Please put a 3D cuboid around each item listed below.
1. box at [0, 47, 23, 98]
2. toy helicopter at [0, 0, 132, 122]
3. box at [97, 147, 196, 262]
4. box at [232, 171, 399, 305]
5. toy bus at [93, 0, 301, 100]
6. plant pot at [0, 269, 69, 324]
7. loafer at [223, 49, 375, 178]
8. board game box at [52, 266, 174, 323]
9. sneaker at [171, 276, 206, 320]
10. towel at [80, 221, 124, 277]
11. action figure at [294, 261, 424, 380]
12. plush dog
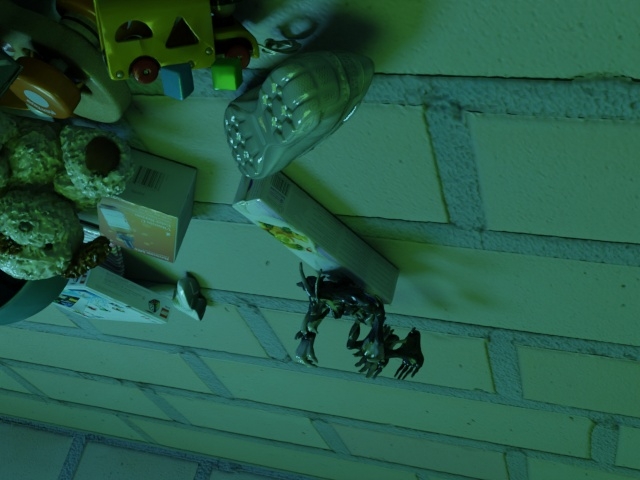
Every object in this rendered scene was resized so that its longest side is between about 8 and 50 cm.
[{"bbox_3d":[-0.489,-0.241,0.938,0.295,0.073,0.293,41,162,-29],"label":"box"},{"bbox_3d":[-0.395,-0.239,1.103,0.355,0.140,0.235,23,163,9],"label":"toy helicopter"},{"bbox_3d":[-0.271,-0.054,1.377,0.130,0.091,0.170,17,152,-2],"label":"box"},{"bbox_3d":[0.000,0.000,1.357,0.063,0.067,0.324,-10,144,42],"label":"box"},{"bbox_3d":[-0.146,-0.238,0.944,0.191,0.202,0.104,12,123,24],"label":"toy bus"},{"bbox_3d":[-0.539,0.010,1.448,0.293,0.293,0.235,12,169,8],"label":"plant pot"},{"bbox_3d":[-0.034,-0.147,1.054,0.111,0.112,0.319,-22,-177,-23],"label":"loafer"},{"bbox_3d":[-0.458,0.106,1.756,0.305,0.053,0.193,-2,155,46],"label":"board game box"},{"bbox_3d":[-0.267,0.114,1.729,0.061,0.054,0.152,14,153,10],"label":"sneaker"},{"bbox_3d":[-0.448,0.018,1.674,0.144,0.029,0.197,16,153,-1],"label":"towel"},{"bbox_3d":[0.047,0.146,1.385,0.164,0.141,0.275,5,155,46],"label":"action figure"},{"bbox_3d":[-0.400,-0.056,1.230,0.262,0.225,0.210,9,-177,-11],"label":"plush dog"}]
